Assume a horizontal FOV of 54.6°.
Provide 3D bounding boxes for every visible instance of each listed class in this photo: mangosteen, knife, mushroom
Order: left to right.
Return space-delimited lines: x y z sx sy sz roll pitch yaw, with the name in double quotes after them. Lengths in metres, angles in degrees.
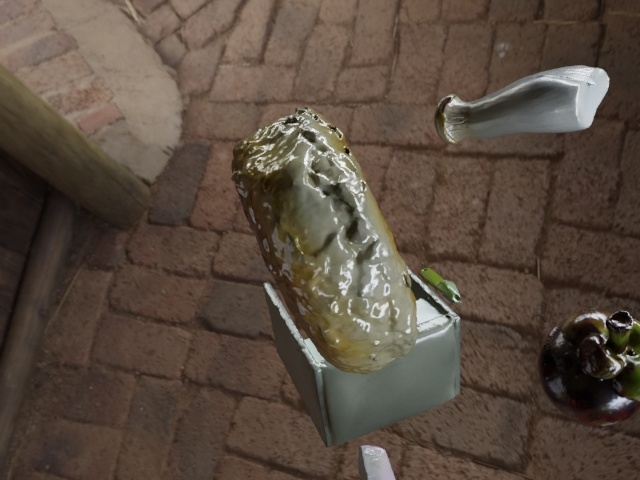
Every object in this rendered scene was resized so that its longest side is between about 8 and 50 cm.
0.164 0.059 0.861 0.022 0.184 0.026 -18 98 -1 "knife"
0.395 -0.267 1.255 0.329 0.159 0.122 -4 103 38 "mushroom"
0.405 0.186 0.895 0.173 0.184 0.172 1 86 -11 "mangosteen"

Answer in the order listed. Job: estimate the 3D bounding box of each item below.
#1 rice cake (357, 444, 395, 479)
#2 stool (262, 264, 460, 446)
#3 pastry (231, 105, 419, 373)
0.136 0.546 1.291 0.070 0.399 0.064 5 102 -7 "rice cake"
0.065 0.166 1.053 0.244 0.170 0.269 -17 32 -15 "stool"
0.000 0.000 0.704 0.137 0.329 0.329 -25 61 -2 "pastry"
